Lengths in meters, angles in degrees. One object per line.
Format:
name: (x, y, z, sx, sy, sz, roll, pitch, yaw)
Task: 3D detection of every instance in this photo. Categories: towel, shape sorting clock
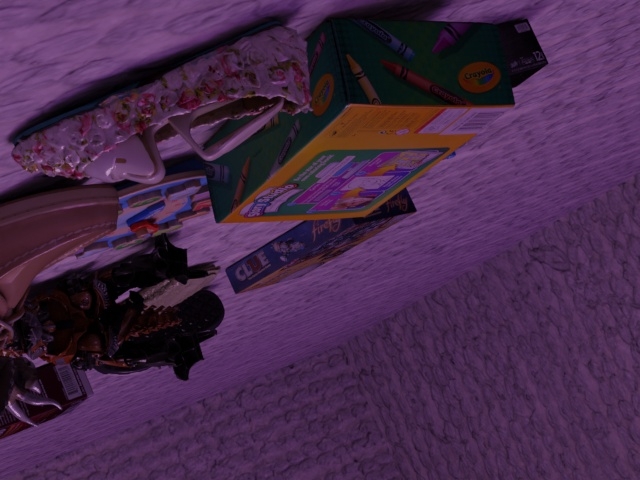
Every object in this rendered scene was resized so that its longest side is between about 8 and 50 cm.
towel: (-0.216, 0.076, 2.018, 0.148, 0.027, 0.110, -30, 169, 35)
shape sorting clock: (-0.184, -0.022, 1.443, 0.206, 0.040, 0.206, -24, 172, -4)

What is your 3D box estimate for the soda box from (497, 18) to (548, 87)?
soda box: (0.138, -0.167, 1.418, 0.169, 0.053, 0.060, -18, 171, -35)

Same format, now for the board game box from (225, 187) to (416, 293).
board game box: (0.000, 0.000, 2.112, 0.243, 0.042, 0.165, -30, 170, 35)

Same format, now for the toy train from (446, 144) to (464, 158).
toy train: (0.077, -0.106, 1.552, 0.105, 0.080, 0.184, -24, 174, 39)

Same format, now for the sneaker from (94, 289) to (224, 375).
sneaker: (-0.248, 0.149, 2.189, 0.235, 0.084, 0.097, -20, 172, -28)

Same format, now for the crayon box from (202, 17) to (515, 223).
crayon box: (0.025, -0.099, 1.294, 0.165, 0.081, 0.278, -3, 162, -29)

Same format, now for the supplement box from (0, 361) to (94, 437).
supplement box: (-0.486, 0.261, 2.251, 0.239, 0.073, 0.130, -19, 170, -30)

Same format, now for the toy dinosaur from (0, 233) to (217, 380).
toy dinosaur: (-0.253, 0.085, 1.727, 0.218, 0.164, 0.322, -12, -165, 22)

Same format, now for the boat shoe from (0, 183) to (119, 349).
boat shoe: (-0.315, 0.055, 1.302, 0.341, 0.110, 0.122, -27, 172, 15)

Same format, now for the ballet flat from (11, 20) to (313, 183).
ballet flat: (-0.114, -0.089, 1.100, 0.241, 0.077, 0.091, -24, 173, 0)

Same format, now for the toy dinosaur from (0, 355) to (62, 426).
toy dinosaur: (-0.418, 0.148, 1.423, 0.314, 0.160, 0.121, -21, 171, -28)
